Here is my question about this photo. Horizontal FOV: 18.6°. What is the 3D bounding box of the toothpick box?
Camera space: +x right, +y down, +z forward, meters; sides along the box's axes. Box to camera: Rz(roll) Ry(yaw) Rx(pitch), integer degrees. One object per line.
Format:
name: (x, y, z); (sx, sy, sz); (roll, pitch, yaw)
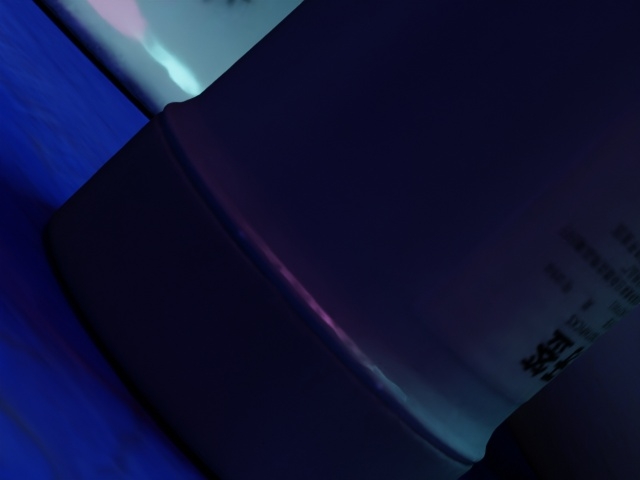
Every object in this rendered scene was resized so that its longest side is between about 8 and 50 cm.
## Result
toothpick box: (0.032, -0.018, 0.410); (0.101, 0.153, 0.101); (48, 7, -8)

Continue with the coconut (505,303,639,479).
coconut: (0.218, 0.044, 0.677); (0.297, 0.297, 0.309); (45, 13, -27)

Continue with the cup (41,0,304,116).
cup: (-0.037, -0.166, 0.766); (0.347, 0.163, 0.347); (48, 6, -7)
